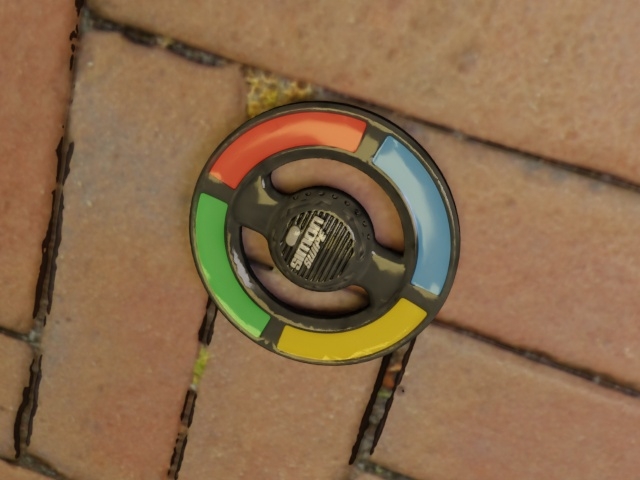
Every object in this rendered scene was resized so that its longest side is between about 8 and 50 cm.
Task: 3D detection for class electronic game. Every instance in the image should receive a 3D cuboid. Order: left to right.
[{"bbox_3d":[0.000,0.000,0.567,0.229,0.048,0.230,4,109,11],"label":"electronic game"}]
